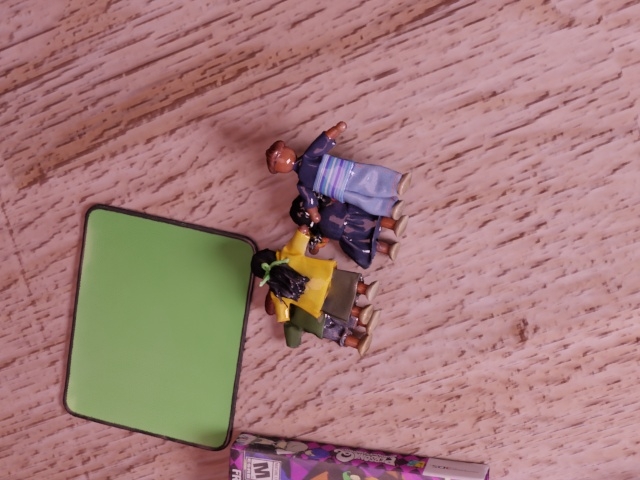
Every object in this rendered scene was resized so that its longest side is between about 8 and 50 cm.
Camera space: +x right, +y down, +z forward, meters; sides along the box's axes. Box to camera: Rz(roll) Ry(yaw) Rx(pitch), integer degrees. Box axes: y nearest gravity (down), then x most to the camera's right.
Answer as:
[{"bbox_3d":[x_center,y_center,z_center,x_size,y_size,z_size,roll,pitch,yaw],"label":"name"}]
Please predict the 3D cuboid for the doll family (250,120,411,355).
[{"bbox_3d":[0.000,0.000,1.210,0.111,0.076,0.193,20,101,15],"label":"doll family"}]

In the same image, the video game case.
[{"bbox_3d":[0.025,0.283,1.276,0.210,0.042,0.232,6,103,12],"label":"video game case"}]

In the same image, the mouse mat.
[{"bbox_3d":[-0.134,0.073,1.294,0.152,0.007,0.190,13,106,12],"label":"mouse mat"}]
